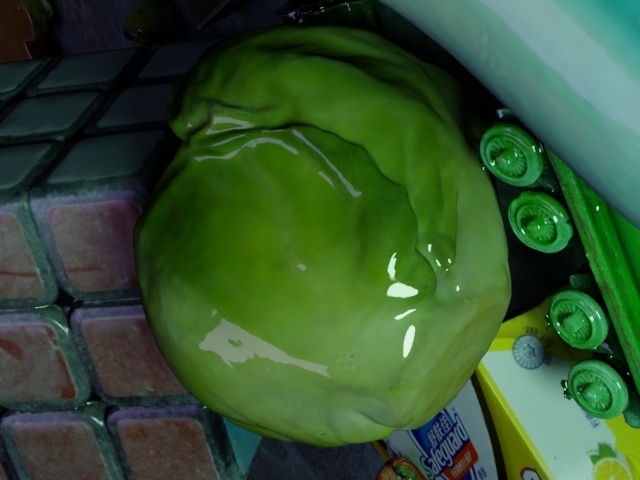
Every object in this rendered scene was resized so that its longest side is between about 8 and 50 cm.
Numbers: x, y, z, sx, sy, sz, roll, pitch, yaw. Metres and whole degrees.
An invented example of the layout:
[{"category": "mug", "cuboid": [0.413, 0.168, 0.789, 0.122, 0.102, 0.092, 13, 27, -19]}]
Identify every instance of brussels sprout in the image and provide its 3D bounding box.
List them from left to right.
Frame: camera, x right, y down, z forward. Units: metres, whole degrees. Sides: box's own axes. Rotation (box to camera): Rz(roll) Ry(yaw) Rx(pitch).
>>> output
[{"category": "brussels sprout", "cuboid": [-0.168, -0.204, 1.317, 0.051, 0.046, 0.083, 17, 153, -4]}, {"category": "brussels sprout", "cuboid": [0.000, -0.002, 0.896, 0.294, 0.227, 0.259, 47, 120, 32]}]

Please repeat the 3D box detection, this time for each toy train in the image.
[{"category": "toy train", "cuboid": [0.184, 0.006, 0.807, 0.119, 0.085, 0.251, -4, 118, 48]}]

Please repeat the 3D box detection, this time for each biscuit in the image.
[{"category": "biscuit", "cuboid": [-0.375, -0.271, 1.671, 0.216, 0.047, 0.339, 15, 128, 56]}]

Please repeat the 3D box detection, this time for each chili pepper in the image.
[{"category": "chili pepper", "cuboid": [0.039, -0.084, 1.023, 0.088, 0.059, 0.226, 14, 131, 54]}, {"category": "chili pepper", "cuboid": [0.060, 0.216, 1.111, 0.045, 0.027, 0.178, 57, 157, 19]}]

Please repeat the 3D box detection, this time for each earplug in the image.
[{"category": "earplug", "cuboid": [0.162, -0.097, 0.632, 0.324, 0.185, 0.185, 48, 154, 14]}]

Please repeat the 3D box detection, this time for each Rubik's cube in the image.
[{"category": "Rubik's cube", "cuboid": [-0.198, 0.020, 1.171, 0.304, 0.301, 0.305, -2, 121, 17]}]

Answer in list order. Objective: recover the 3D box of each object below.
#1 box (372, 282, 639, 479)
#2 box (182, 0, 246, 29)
[{"category": "box", "cuboid": [0.141, 0.152, 1.030, 0.168, 0.097, 0.265, 58, 157, 5]}, {"category": "box", "cuboid": [-0.135, -0.346, 1.090, 0.324, 0.047, 0.180, 61, 156, -3]}]
